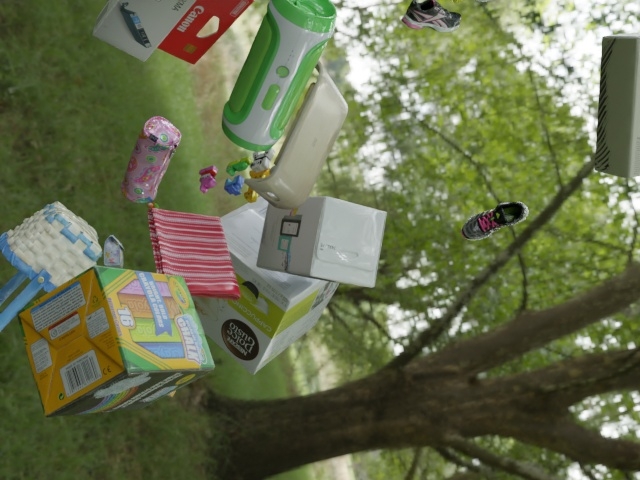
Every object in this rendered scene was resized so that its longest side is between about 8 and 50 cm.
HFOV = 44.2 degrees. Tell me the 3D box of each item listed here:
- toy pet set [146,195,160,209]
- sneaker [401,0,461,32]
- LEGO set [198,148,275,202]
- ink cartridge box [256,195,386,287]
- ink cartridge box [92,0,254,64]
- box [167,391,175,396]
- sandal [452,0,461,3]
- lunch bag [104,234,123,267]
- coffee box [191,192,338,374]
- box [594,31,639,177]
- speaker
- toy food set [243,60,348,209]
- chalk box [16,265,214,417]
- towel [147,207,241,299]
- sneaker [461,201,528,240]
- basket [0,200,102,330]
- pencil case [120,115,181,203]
[{"bbox_3d":[-0.417,-0.034,2.047,0.122,0.065,0.114,44,-11,28],"label":"toy pet set"},{"bbox_3d":[0.317,-0.626,2.177,0.072,0.178,0.077,63,-32,36],"label":"sneaker"},{"bbox_3d":[-0.195,-0.141,1.936,0.087,0.227,0.093,43,45,-41],"label":"LEGO set"},{"bbox_3d":[0.000,0.000,2.006,0.270,0.198,0.197,6,-96,56],"label":"ink cartridge box"},{"bbox_3d":[-0.337,-0.507,1.791,0.296,0.261,0.066,-31,-134,47],"label":"ink cartridge box"},{"bbox_3d":[-0.352,0.281,1.630,0.028,0.081,0.136,-62,151,-29],"label":"box"},{"bbox_3d":[0.404,-0.805,2.220,0.138,0.126,0.317,56,-16,10],"label":"sandal"},{"bbox_3d":[-0.558,0.031,2.135,0.071,0.053,0.083,125,-39,-77],"label":"lunch bag"},{"bbox_3d":[-0.173,0.120,2.333,0.337,0.338,0.334,38,-52,14],"label":"coffee box"},{"bbox_3d":[0.623,-0.270,1.567,0.094,0.113,0.275,27,-57,58],"label":"box"},{"bbox_3d":[-0.079,-0.306,1.420,0.297,0.131,0.131,-59,-148,38],"label":"speaker"},{"bbox_3d":[-0.052,-0.228,1.707,0.306,0.092,0.220,-65,161,-6],"label":"toy food set"},{"bbox_3d":[-0.307,0.165,1.287,0.289,0.180,0.179,16,48,-64],"label":"chalk box"},{"bbox_3d":[-0.305,0.030,1.890,0.031,0.198,0.275,-58,-142,36],"label":"towel"},{"bbox_3d":[0.417,-0.052,1.885,0.075,0.170,0.063,50,20,-76],"label":"sneaker"},{"bbox_3d":[-0.611,0.069,1.694,0.201,0.289,0.255,49,-5,-23],"label":"basket"},{"bbox_3d":[-0.512,-0.238,2.375,0.284,0.124,0.124,-55,-143,40],"label":"pencil case"}]
